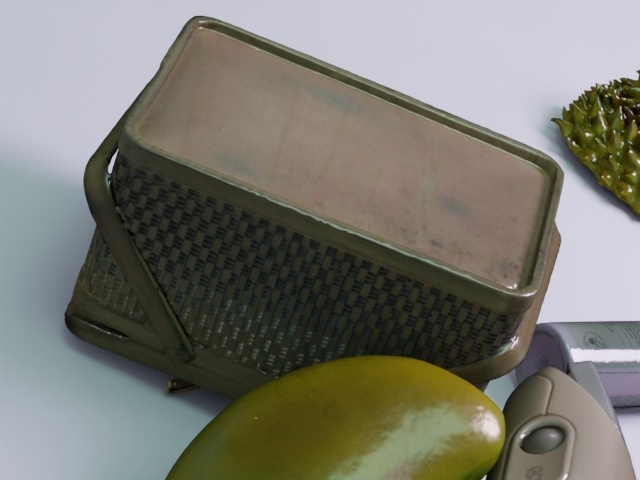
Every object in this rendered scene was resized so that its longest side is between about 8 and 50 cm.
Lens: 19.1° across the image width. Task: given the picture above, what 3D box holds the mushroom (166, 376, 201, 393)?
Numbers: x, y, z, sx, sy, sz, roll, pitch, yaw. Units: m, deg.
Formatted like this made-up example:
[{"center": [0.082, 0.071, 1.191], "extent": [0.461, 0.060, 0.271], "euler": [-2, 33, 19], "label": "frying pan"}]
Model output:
[{"center": [0.016, 0.057, 1.167], "extent": [0.028, 0.026, 0.286], "euler": [33, 35, 32], "label": "mushroom"}]

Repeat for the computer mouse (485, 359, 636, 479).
[{"center": [0.131, 0.170, 1.006], "extent": [0.082, 0.145, 0.236], "euler": [-3, 30, 17], "label": "computer mouse"}]

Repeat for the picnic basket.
[{"center": [0.000, 0.000, 1.090], "extent": [0.266, 0.139, 0.165], "euler": [21, 35, 0], "label": "picnic basket"}]

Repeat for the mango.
[{"center": [-0.002, 0.125, 0.983], "extent": [0.191, 0.085, 0.122], "euler": [-34, 43, -25], "label": "mango"}]

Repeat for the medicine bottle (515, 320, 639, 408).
[{"center": [0.220, 0.081, 1.242], "extent": [0.199, 0.057, 0.057], "euler": [2, 45, -32], "label": "medicine bottle"}]

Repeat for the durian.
[{"center": [0.277, -0.078, 1.424], "extent": [0.186, 0.108, 0.119], "euler": [24, 36, -7], "label": "durian"}]
